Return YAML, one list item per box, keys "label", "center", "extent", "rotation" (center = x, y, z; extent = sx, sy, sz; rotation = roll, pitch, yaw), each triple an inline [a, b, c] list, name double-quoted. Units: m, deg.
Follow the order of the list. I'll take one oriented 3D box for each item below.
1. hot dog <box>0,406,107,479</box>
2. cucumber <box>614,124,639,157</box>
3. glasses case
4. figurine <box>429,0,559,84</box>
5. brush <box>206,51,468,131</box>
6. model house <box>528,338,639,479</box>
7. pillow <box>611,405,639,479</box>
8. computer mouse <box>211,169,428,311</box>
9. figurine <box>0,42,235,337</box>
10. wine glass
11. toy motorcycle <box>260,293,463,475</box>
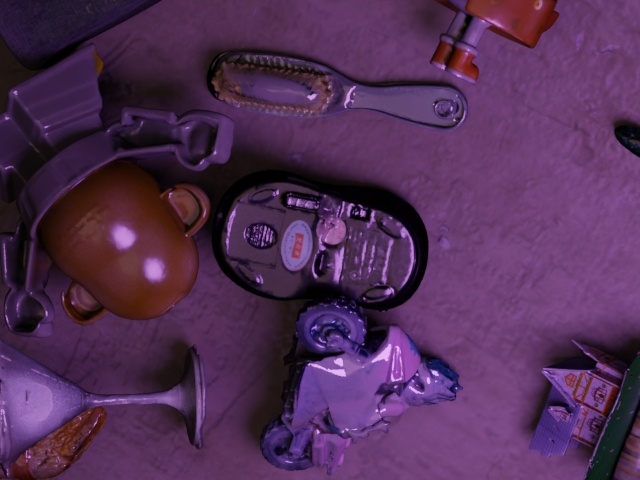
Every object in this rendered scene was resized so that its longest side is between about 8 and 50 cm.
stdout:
- label: "hot dog"
  center: [-0.379, 0.227, 1.829]
  extent: [0.261, 0.093, 0.123]
  rotation: [0, 92, 1]
- label: "cucumber"
  center: [0.361, -0.087, 1.579]
  extent: [0.133, 0.032, 0.032]
  rotation: [22, 106, 10]
- label: "glasses case"
  center: [-0.220, -0.310, 1.682]
  extent: [0.323, 0.074, 0.131]
  rotation: [-26, 94, 19]
- label: "figurine"
  center: [0.185, -0.289, 1.540]
  extent: [0.143, 0.143, 0.271]
  rotation: [17, 107, 12]
- label: "brush"
  center: [0.009, -0.157, 1.653]
  extent: [0.297, 0.060, 0.068]
  rotation: [9, 101, 15]
- label: "model house"
  center: [0.283, 0.168, 1.623]
  extent: [0.088, 0.117, 0.167]
  rotation: [25, 109, 27]
- label: "pillow"
  center: [0.376, 0.201, 1.620]
  extent: [0.113, 0.038, 0.203]
  rotation: [16, 104, -10]
- label: "computer mouse"
  center: [0.000, 0.000, 1.668]
  extent: [0.233, 0.096, 0.137]
  rotation: [14, 107, 0]
- label: "figurine"
  center: [-0.247, -0.038, 1.697]
  extent: [0.285, 0.167, 0.342]
  rotation: [49, 130, 11]
- label: "wine glass"
  center: [-0.247, 0.177, 1.720]
  extent: [0.232, 0.156, 0.156]
  rotation: [-1, 102, -12]
- label: "toy motorcycle"
  center: [0.052, 0.169, 1.682]
  extent: [0.204, 0.108, 0.239]
  rotation: [10, 141, -11]
